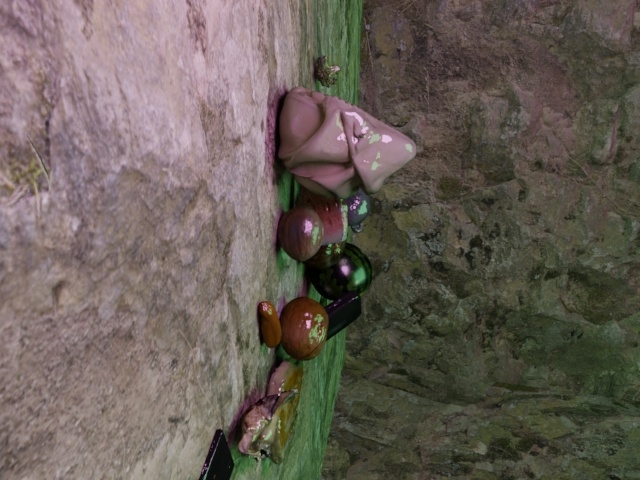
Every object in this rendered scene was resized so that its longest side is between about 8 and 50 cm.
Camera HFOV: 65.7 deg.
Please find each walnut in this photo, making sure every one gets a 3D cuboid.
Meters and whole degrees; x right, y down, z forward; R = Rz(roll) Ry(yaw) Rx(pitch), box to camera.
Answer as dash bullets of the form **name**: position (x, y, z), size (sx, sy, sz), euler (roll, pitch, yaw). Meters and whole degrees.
- **walnut**: position (-0.057, -0.022, 1.455), size (0.140, 0.140, 0.162), euler (51, 56, -77)
- **walnut**: position (-0.055, 0.282, 1.588), size (0.167, 0.167, 0.207), euler (79, 17, -61)

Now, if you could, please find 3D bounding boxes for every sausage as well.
- **sausage**: position (-0.138, 0.230, 1.362), size (0.062, 0.054, 0.183), euler (-119, -159, -52)

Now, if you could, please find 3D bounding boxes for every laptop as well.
- **laptop**: position (-0.227, 0.523, 1.099), size (0.197, 0.016, 0.135), euler (87, 14, -44)

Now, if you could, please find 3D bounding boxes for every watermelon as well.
- **watermelon**: position (0.083, 0.129, 2.010), size (0.269, 0.269, 0.268), euler (6, 90, -81)
- **watermelon**: position (0.000, -0.113, 1.576), size (0.140, 0.193, 0.256), euler (-52, 146, -73)

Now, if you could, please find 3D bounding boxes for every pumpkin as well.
- **pumpkin**: position (0.000, 0.000, 1.809), size (0.219, 0.162, 0.219), euler (-45, 151, -34)

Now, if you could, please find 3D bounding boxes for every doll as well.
- **doll**: position (0.038, -0.187, 1.727), size (0.158, 0.340, 0.245), euler (-17, -134, 52)

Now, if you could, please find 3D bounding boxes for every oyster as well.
- **oyster**: position (-0.145, 0.487, 1.324), size (0.275, 0.100, 0.271), euler (-66, 162, -46)

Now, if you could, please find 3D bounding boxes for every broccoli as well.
- **broccoli**: position (0.023, -0.594, 1.739), size (0.095, 0.092, 0.097), euler (-150, -145, -87)

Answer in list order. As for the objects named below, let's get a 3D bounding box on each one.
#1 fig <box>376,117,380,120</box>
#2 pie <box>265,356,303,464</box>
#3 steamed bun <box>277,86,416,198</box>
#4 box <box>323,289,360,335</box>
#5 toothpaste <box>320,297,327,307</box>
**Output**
- **fig**: position (0.101, -0.434, 1.833), size (0.159, 0.257, 0.159), euler (0, 90, -67)
- **pie**: position (-0.121, 0.539, 1.608), size (0.339, 0.077, 0.339), euler (9, 90, -80)
- **steamed bun**: position (0.036, -0.245, 1.366), size (0.255, 0.368, 0.342), euler (-61, -154, 5)
- **box**: position (0.033, 0.312, 1.898), size (0.073, 0.289, 0.290), euler (53, -9, 22)
- **toothpaste**: position (0.006, 0.358, 2.394), size (0.248, 0.047, 0.078), euler (-76, 173, -52)
